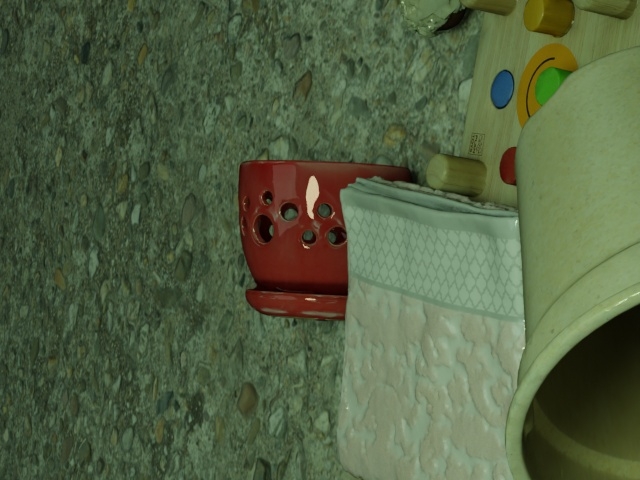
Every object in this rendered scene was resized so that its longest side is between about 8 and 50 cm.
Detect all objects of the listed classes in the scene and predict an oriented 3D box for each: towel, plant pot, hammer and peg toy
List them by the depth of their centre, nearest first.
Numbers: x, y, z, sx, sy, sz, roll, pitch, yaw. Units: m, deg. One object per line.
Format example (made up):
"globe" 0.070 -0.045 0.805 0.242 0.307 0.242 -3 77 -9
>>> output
"plant pot" 0.283 0.023 1.371 0.334 0.334 0.305 -56 28 36
"hammer and peg toy" 0.207 -0.085 1.666 0.266 0.127 0.361 16 97 59
"towel" 0.112 0.110 1.681 0.332 0.053 0.317 15 108 60
"plant pot" 0.000 0.000 1.937 0.191 0.191 0.174 3 88 59

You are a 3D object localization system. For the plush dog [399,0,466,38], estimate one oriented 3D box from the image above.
"plush dog" 0.096 -0.378 1.897 0.225 0.210 0.262 -88 19 -69
